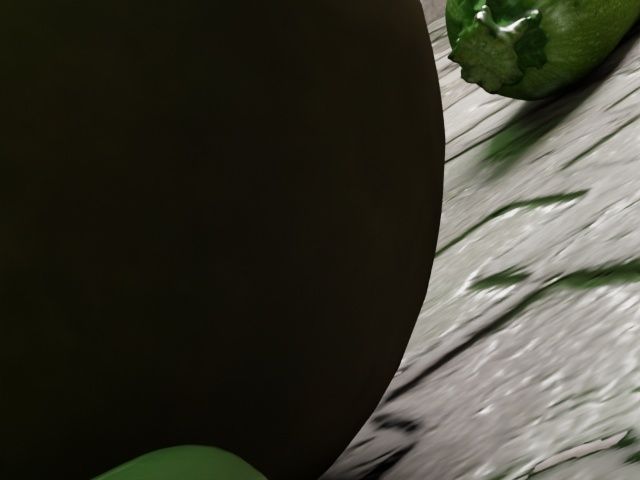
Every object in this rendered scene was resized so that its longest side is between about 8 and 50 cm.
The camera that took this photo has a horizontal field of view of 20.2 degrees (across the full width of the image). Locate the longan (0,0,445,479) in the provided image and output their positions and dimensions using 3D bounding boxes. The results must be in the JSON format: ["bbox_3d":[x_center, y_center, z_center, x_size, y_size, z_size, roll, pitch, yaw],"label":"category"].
[{"bbox_3d":[-0.087,-0.016,0.514,0.258,0.258,0.258,-31,7,4],"label":"longan"}]

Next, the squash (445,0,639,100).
[{"bbox_3d":[0.141,-0.150,1.049,0.101,0.101,0.379,-28,9,27],"label":"squash"}]

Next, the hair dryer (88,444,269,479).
[{"bbox_3d":[-0.113,0.127,0.301,0.296,0.119,0.298,-30,-9,-49],"label":"hair dryer"}]
